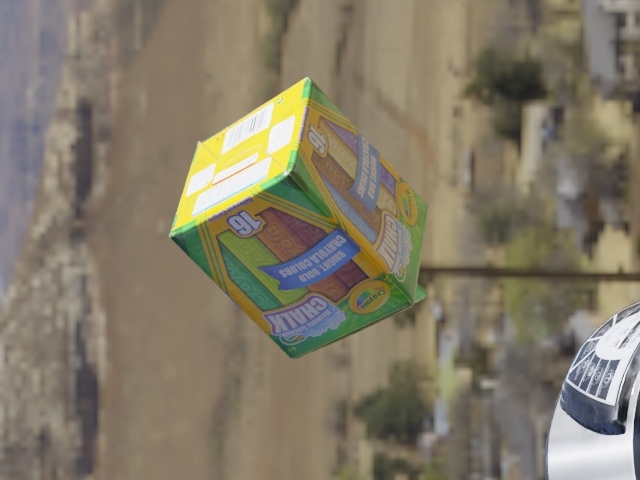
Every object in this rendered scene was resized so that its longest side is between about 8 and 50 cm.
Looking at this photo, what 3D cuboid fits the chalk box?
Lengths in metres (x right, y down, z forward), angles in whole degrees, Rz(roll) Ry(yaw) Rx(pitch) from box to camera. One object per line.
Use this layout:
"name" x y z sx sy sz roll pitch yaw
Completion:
"chalk box" 0.000 0.000 1.582 0.132 0.213 0.132 -28 30 30

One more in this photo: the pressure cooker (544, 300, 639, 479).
"pressure cooker" 0.463 0.218 1.969 0.420 0.375 0.370 146 119 -73
